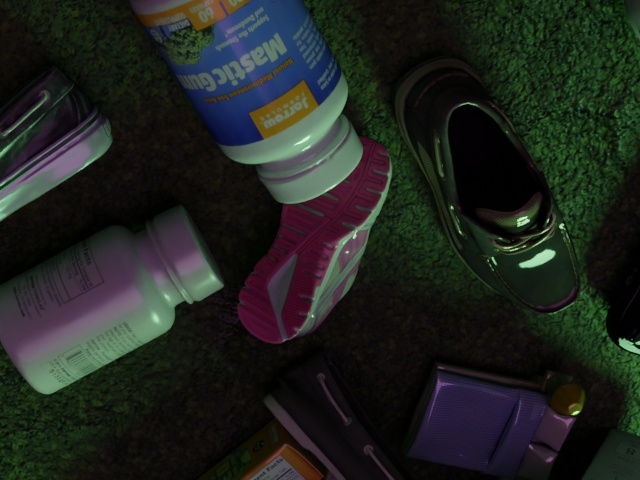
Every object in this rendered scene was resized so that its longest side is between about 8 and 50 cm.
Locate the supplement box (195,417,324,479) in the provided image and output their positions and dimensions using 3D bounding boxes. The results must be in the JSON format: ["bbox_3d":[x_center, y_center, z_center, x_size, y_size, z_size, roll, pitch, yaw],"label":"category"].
[{"bbox_3d":[-0.110,0.317,1.699,0.233,0.078,0.080,-38,115,6],"label":"supplement box"}]

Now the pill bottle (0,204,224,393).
[{"bbox_3d":[-0.227,0.058,1.514,0.229,0.131,0.131,-28,118,1],"label":"pill bottle"}]

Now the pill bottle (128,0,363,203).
[{"bbox_3d":[-0.065,-0.175,1.427,0.152,0.152,0.272,-30,117,3],"label":"pill bottle"}]

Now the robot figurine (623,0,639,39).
[{"bbox_3d":[0.460,-0.280,1.483,0.278,0.209,0.173,-9,147,-9],"label":"robot figurine"}]

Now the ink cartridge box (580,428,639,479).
[{"bbox_3d":[0.314,0.449,1.708,0.091,0.385,0.308,18,116,19],"label":"ink cartridge box"}]

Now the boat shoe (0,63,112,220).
[{"bbox_3d":[-0.380,-0.064,1.443,0.335,0.121,0.119,-35,111,-7],"label":"boat shoe"}]

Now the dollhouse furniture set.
[{"bbox_3d":[0.158,0.290,1.679,0.286,0.198,0.303,14,111,-19],"label":"dollhouse furniture set"}]

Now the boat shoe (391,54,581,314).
[{"bbox_3d":[0.194,-0.038,1.565,0.132,0.130,0.355,-35,118,5],"label":"boat shoe"}]

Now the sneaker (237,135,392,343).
[{"bbox_3d":[0.000,0.000,1.565,0.103,0.111,0.252,31,89,17],"label":"sneaker"}]

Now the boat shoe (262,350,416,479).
[{"bbox_3d":[0.074,0.263,1.609,0.095,0.112,0.335,-46,72,-1],"label":"boat shoe"}]

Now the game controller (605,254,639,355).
[{"bbox_3d":[0.473,0.008,1.689,0.166,0.067,0.319,20,110,-21],"label":"game controller"}]
